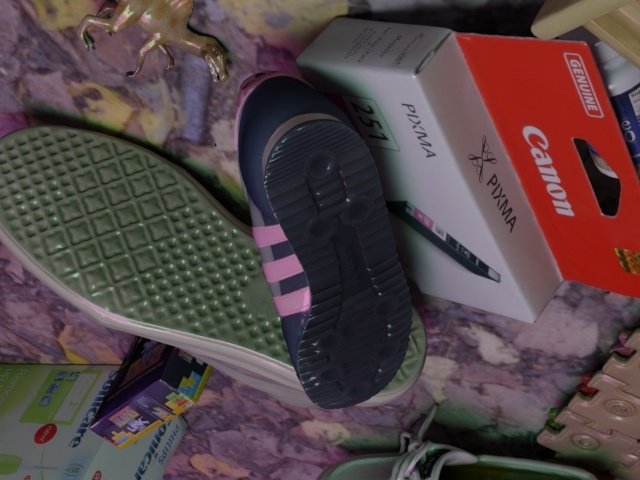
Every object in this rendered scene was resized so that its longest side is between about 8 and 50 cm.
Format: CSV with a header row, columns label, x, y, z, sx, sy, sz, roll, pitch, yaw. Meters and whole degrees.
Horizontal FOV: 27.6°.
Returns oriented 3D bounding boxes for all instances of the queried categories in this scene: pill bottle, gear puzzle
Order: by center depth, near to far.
label,x,y,z,sx,sy,sz,roll,pitch,yaw
pill bottle,0.213,-0.108,0.937,0.067,0.067,0.120,-4,134,32
gear puzzle,0.312,0.182,1.251,0.175,0.044,0.339,23,145,-1

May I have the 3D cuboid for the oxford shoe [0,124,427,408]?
label,x,y,z,sx,sy,sz,roll,pitch,yaw
oxford shoe,-0.116,0.038,1.225,0.449,0.169,0.130,26,161,-3

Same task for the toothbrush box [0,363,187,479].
label,x,y,z,sx,sy,sz,roll,pitch,yaw
toothbrush box,-0.334,0.261,1.552,0.283,0.206,0.122,-1,135,30

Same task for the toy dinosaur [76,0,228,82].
label,x,y,z,sx,sy,sz,roll,pitch,yaw
toy dinosaur,-0.153,-0.192,1.065,0.093,0.053,0.183,-29,126,29

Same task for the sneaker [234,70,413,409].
label,x,y,z,sx,sy,sz,roll,pitch,yaw
sneaker,0.000,0.000,1.071,0.112,0.131,0.319,-19,132,-13

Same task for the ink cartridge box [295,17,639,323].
label,x,y,z,sx,sy,sz,roll,pitch,yaw
ink cartridge box,0.133,-0.042,1.010,0.239,0.060,0.275,16,146,45

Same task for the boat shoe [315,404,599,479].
label,x,y,z,sx,sy,sz,roll,pitch,yaw
boat shoe,0.127,0.251,1.335,0.367,0.136,0.156,5,134,39

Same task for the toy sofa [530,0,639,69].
label,x,y,z,sx,sy,sz,roll,pitch,yaw
toy sofa,0.334,-0.115,0.826,0.363,0.177,0.150,35,166,-13

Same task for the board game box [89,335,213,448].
label,x,y,z,sx,sy,sz,roll,pitch,yaw
board game box,-0.161,0.127,1.354,0.048,0.141,0.170,37,140,-15
